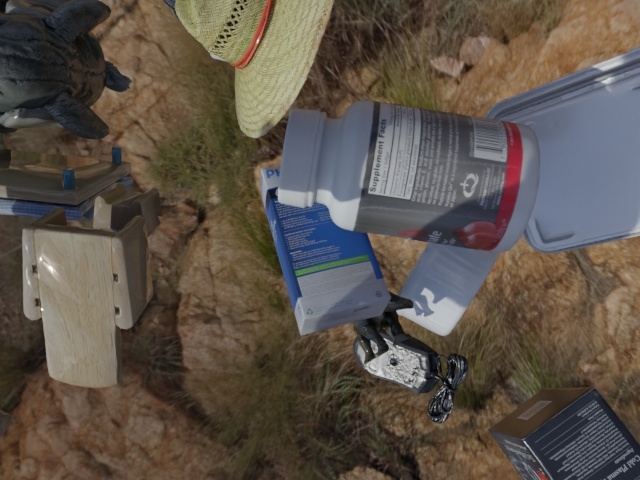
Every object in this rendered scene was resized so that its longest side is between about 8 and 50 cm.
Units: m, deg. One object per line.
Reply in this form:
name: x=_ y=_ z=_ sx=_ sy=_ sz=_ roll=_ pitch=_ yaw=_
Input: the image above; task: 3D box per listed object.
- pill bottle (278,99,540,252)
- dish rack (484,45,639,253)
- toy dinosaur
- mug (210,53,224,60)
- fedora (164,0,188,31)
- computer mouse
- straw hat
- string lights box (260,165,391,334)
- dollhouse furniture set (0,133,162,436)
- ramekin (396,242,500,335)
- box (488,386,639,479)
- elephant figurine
pill bottle: x=0.109 y=-0.091 z=0.779 sx=0.318 sy=0.176 sz=0.176 roll=9 pitch=95 yaw=0
dish rack: x=0.432 y=-0.118 z=0.880 sx=0.332 sy=0.072 sz=0.286 roll=-16 pitch=107 yaw=36
toy dinosaur: x=0.095 y=0.135 z=1.095 sx=0.121 sy=0.313 sz=0.160 roll=-30 pitch=77 yaw=-4
mug: x=-0.200 y=-0.433 z=1.292 sx=0.064 sy=0.062 sz=0.078 roll=26 pitch=77 yaw=16
fedora: x=-0.109 y=-0.362 z=0.669 sx=0.244 sy=0.124 sz=0.275 roll=45 pitch=115 yaw=6
computer mouse: x=0.207 y=0.293 z=1.366 sx=0.272 sy=0.072 sz=0.189 roll=24 pitch=114 yaw=23
straw hat: x=-0.049 y=-0.137 z=0.331 sx=0.061 sy=0.144 sz=0.144 roll=13 pitch=99 yaw=-29
string lights box: x=0.000 y=0.000 z=0.893 sx=0.133 sy=0.077 sz=0.260 roll=-12 pitch=64 yaw=-12
dollhouse furniture set: x=-0.267 y=0.023 z=0.556 sx=0.286 sy=0.303 sz=0.198 roll=6 pitch=111 yaw=1
ramekin: x=0.285 y=0.075 z=1.274 sx=0.135 sy=0.277 sz=0.277 roll=31 pitch=101 yaw=14
box: x=0.540 y=0.484 z=1.188 sx=0.179 sy=0.343 sz=0.312 roll=-35 pitch=74 yaw=-4
elephant figurine: x=-0.267 y=-0.161 z=0.538 sx=0.186 sy=0.169 sz=0.239 roll=-42 pitch=35 yaw=-17
